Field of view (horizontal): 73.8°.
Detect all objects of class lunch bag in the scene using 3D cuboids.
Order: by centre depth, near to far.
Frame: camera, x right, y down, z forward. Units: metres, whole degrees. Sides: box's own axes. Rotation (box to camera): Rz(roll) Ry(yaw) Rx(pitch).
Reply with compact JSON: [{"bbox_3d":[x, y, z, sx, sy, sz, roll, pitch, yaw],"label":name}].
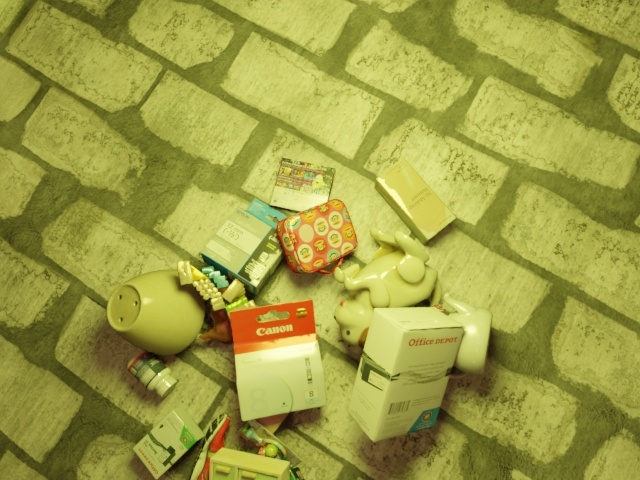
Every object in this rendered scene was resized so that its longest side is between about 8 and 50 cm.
[{"bbox_3d":[0.000,0.000,1.610,0.292,0.120,0.259,-23,93,-31],"label":"lunch bag"}]

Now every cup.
[{"bbox_3d":[-0.633,0.255,1.572,0.330,0.237,0.332,-6,75,23],"label":"cup"}]

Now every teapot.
[{"bbox_3d":[0.507,0.353,1.533,0.186,0.252,0.256,7,67,24],"label":"teapot"}]

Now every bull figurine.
[{"bbox_3d":[-0.396,0.250,1.672,0.188,0.101,0.311,-4,75,11],"label":"bull figurine"}]

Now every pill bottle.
[{"bbox_3d":[-0.644,0.514,1.643,0.180,0.108,0.108,40,86,9],"label":"pill bottle"}]

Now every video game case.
[{"bbox_3d":[-0.071,-0.217,1.750,0.231,0.042,0.211,12,82,6],"label":"video game case"}]

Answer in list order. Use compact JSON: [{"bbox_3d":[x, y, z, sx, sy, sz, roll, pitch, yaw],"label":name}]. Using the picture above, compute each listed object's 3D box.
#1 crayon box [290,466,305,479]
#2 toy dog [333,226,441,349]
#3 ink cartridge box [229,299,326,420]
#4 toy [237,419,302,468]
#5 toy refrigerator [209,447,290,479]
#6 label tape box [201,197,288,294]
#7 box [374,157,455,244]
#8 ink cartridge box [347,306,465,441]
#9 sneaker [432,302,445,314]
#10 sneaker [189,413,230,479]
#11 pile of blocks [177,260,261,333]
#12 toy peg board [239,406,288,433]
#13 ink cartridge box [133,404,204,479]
[{"bbox_3d":[-0.161,0.992,1.501,0.318,0.081,0.202,-42,61,3],"label":"crayon box"},{"bbox_3d":[0.216,0.205,1.573,0.395,0.284,0.408,42,83,-27],"label":"toy dog"},{"bbox_3d":[-0.149,0.424,1.512,0.307,0.091,0.386,-7,102,-8],"label":"ink cartridge box"},{"bbox_3d":[-0.197,0.762,1.547,0.237,0.056,0.137,42,126,3],"label":"toy"},{"bbox_3d":[-0.248,0.813,1.477,0.269,0.094,0.103,3,91,18],"label":"toy refrigerator"},{"bbox_3d":[-0.253,-0.004,1.649,0.249,0.115,0.348,31,67,7],"label":"label tape box"},{"bbox_3d":[0.364,-0.151,1.666,0.148,0.121,0.311,-39,80,-3],"label":"box"},{"bbox_3d":[0.285,0.433,1.432,0.285,0.166,0.396,5,105,-33],"label":"ink cartridge box"},{"bbox_3d":[0.450,0.276,1.597,0.067,0.118,0.042,-58,42,6],"label":"sneaker"},{"bbox_3d":[-0.390,0.789,1.599,0.118,0.107,0.279,24,86,-11],"label":"sneaker"},{"bbox_3d":[-0.376,0.192,1.573,0.362,0.112,0.149,44,69,-8],"label":"pile of blocks"},{"bbox_3d":[-0.195,0.617,1.618,0.161,0.079,0.161,39,70,8],"label":"toy peg board"},{"bbox_3d":[-0.571,0.759,1.608,0.208,0.087,0.153,-44,80,-2],"label":"ink cartridge box"}]
